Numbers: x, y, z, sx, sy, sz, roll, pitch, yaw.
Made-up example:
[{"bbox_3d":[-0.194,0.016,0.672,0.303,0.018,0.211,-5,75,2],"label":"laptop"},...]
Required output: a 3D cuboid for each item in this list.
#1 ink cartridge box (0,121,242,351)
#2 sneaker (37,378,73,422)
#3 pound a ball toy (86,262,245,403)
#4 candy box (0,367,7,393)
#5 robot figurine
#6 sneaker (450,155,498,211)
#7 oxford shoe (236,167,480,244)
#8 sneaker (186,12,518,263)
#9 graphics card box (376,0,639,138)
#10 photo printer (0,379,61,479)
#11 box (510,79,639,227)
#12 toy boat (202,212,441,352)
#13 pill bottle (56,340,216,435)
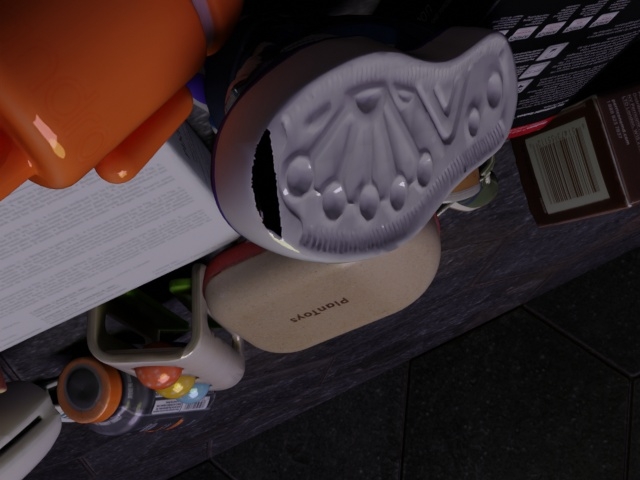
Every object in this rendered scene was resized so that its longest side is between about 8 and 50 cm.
[{"bbox_3d":[-0.258,-0.035,0.809,0.308,0.091,0.385,-24,156,3],"label":"ink cartridge box"},{"bbox_3d":[-0.364,0.230,1.531,0.075,0.057,0.161,-27,162,31],"label":"sneaker"},{"bbox_3d":[-0.137,0.112,1.213,0.208,0.136,0.319,-2,166,5],"label":"pound a ball toy"},{"bbox_3d":[-0.517,0.184,1.096,0.316,0.087,0.183,-27,167,9],"label":"candy box"},{"bbox_3d":[-0.128,-0.114,0.548,0.219,0.158,0.128,-47,-169,-19],"label":"robot figurine"},{"bbox_3d":[0.186,-0.082,1.290,0.086,0.064,0.192,-29,161,36],"label":"sneaker"},{"bbox_3d":[0.028,-0.009,1.194,0.169,0.130,0.449,-16,164,-35],"label":"oxford shoe"},{"bbox_3d":[-0.033,-0.080,0.697,0.236,0.130,0.323,7,-157,32],"label":"sneaker"},{"bbox_3d":[0.174,-0.195,0.854,0.233,0.094,0.371,-15,164,-26],"label":"graphics card box"},{"bbox_3d":[-0.466,0.276,1.226,0.307,0.107,0.256,-20,-167,35],"label":"photo printer"},{"bbox_3d":[0.447,-0.140,1.277,0.381,0.143,0.191,-16,179,-22],"label":"box"},{"bbox_3d":[0.000,0.000,1.000,0.231,0.151,0.151,-24,143,21],"label":"toy boat"},{"bbox_3d":[-0.260,0.206,1.470,0.130,0.130,0.246,-30,163,20],"label":"pill bottle"}]
